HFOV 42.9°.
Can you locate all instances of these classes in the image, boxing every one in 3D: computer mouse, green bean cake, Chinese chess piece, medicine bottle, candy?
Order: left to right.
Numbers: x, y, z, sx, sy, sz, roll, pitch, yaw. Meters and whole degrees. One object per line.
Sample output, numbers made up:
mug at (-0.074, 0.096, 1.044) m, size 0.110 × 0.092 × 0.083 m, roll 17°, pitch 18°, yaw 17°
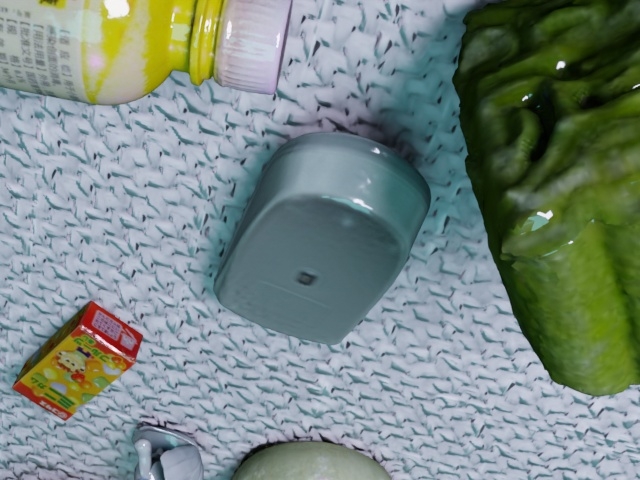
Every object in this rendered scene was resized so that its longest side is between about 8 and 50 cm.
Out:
candy at (-0.225, 0.113, 0.754) m, size 0.062 × 0.038 × 0.122 m, roll 39°, pitch 121°, yaw -21°
medicine bottle at (-0.126, -0.143, 0.503) m, size 0.212 × 0.122 × 0.122 m, roll 11°, pitch 127°, yaw -3°
Chinese chess piece at (-0.009, 0.289, 0.838) m, size 0.188 × 0.083 × 0.188 m, roll 3°, pitch 129°, yaw 3°
computer mouse at (0.000, 0.000, 0.631) m, size 0.127 × 0.079 × 0.231 m, roll 26°, pitch 140°, yaw -10°
green bean cake at (0.209, -0.059, 0.453) m, size 0.246 × 0.250 × 0.156 m, roll -14°, pitch 125°, yaw 16°

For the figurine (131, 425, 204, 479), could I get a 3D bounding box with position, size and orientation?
figurine at (-0.158, 0.230, 0.804) m, size 0.082 × 0.086 × 0.094 m, roll -7°, pitch 126°, yaw 13°
